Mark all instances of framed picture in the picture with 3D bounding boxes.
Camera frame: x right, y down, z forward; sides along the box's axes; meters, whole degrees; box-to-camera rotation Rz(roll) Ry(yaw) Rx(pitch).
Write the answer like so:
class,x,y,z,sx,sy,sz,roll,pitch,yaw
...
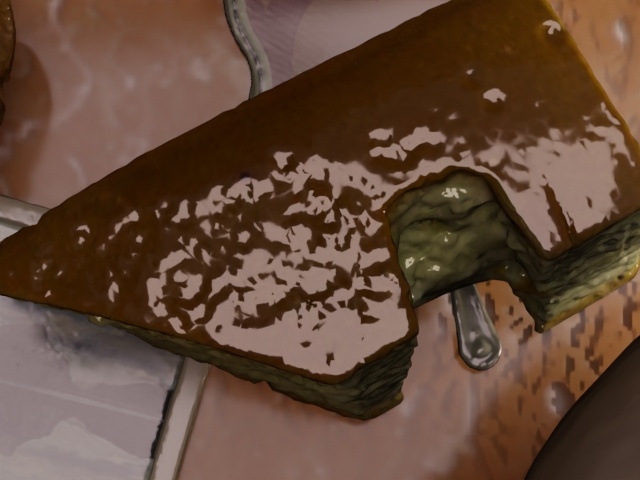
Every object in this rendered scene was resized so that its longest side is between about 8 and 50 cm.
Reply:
class,x,y,z,sx,sy,sz,roll,pitch,yaw
framed picture,-0.149,0.052,0.636,0.203,0.015,0.150,16,80,0

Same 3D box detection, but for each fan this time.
class,x,y,z,sx,sy,sz,roll,pitch,yaw
fan,0.038,-0.052,0.664,0.132,0.009,0.220,-16,81,-2

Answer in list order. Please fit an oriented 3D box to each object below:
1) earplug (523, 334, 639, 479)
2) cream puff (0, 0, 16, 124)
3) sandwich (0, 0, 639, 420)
class,x,y,z,sx,sy,sz,roll,pitch,yaw
earplug,0.242,0.169,0.495,0.312,0.312,0.394,-42,82,-8
cream puff,-0.183,-0.073,0.606,0.126,0.103,0.144,-29,64,-30
sandwich,0.000,0.000,0.589,0.236,0.122,0.128,-27,79,-4
